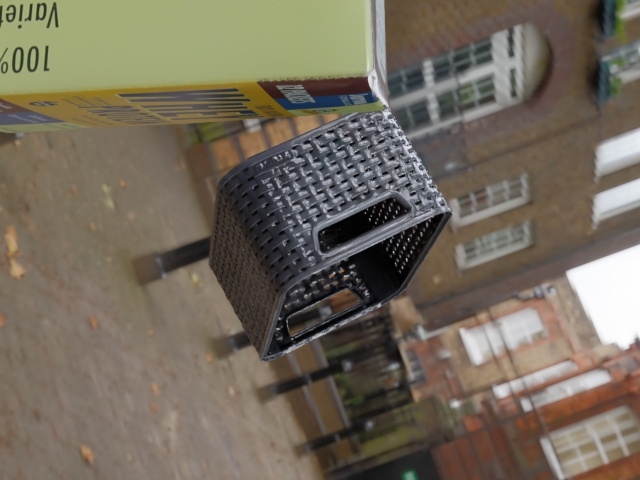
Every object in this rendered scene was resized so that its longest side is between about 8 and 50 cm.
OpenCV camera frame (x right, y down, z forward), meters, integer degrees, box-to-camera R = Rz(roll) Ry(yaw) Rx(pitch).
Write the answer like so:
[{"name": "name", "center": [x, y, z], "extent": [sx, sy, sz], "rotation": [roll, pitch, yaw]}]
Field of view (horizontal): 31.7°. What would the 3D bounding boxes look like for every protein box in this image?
[{"name": "protein box", "center": [-0.074, -0.157, 0.498], "extent": [0.136, 0.200, 0.201], "rotation": [-2, 89, -84]}]

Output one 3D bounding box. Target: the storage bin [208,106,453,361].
[{"name": "storage bin", "center": [0.000, 0.000, 0.746], "extent": [0.084, 0.122, 0.180], "rotation": [60, -17, 16]}]
